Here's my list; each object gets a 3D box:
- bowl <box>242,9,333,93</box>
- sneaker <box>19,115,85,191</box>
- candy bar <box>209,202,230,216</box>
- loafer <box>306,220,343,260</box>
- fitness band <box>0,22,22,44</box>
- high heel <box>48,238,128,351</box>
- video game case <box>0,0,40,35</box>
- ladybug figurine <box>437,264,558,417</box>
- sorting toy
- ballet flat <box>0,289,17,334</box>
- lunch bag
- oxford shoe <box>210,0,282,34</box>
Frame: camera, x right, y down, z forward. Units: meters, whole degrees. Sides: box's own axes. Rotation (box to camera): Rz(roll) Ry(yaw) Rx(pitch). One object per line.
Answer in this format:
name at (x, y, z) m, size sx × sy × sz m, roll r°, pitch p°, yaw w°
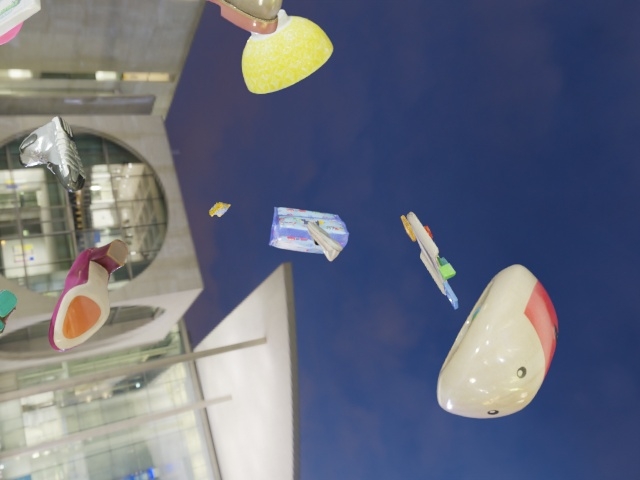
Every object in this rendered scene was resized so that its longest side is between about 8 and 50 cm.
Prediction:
bowl at (-0.122, -0.581, 1.747) m, size 0.289 × 0.289 × 0.156 m, roll 36°, pitch -20°, yaw 52°
sneaker at (-0.655, -0.187, 1.429) m, size 0.086 × 0.132 × 0.229 m, roll 70°, pitch -4°, yaw -59°
candy bar at (-0.239, -0.074, 1.406) m, size 0.018 × 0.040 × 0.161 m, roll 46°, pitch 0°, yaw -3°
loafer at (0.000, 0.000, 1.258) m, size 0.039 × 0.045 × 0.125 m, roll -59°, pitch -140°, yaw 9°
fitness band at (-0.821, -0.544, 1.318) m, size 0.209 × 0.290 × 0.054 m, roll -57°, pitch -137°, yaw 32°
high heel at (-0.630, 0.156, 1.532) m, size 0.181 × 0.127 × 0.377 m, roll -25°, pitch -152°, yaw 26°
video game case at (-0.564, -0.411, 1.046) m, size 0.019 × 0.157 × 0.143 m, roll 50°, pitch 15°, yaw -54°
ladybug figurine at (0.372, 0.209, 1.205) m, size 0.161 × 0.449 × 0.305 m, roll 30°, pitch -64°, yaw 13°
sorting toy at (0.312, 0.030, 1.653) m, size 0.196 × 0.047 × 0.348 m, roll 63°, pitch 1°, yaw -45°
ballet flat at (-0.706, 0.171, 1.244) m, size 0.077 × 0.079 × 0.221 m, roll 49°, pitch 1°, yaw -19°
lunch bag at (-0.040, -0.020, 1.853) m, size 0.293 × 0.220 × 0.138 m, roll -139°, pitch -124°, yaw -81°
oxford shoe at (-0.222, -0.570, 1.229) m, size 0.348 × 0.123 × 0.130 m, roll 30°, pitch -48°, yaw 3°
